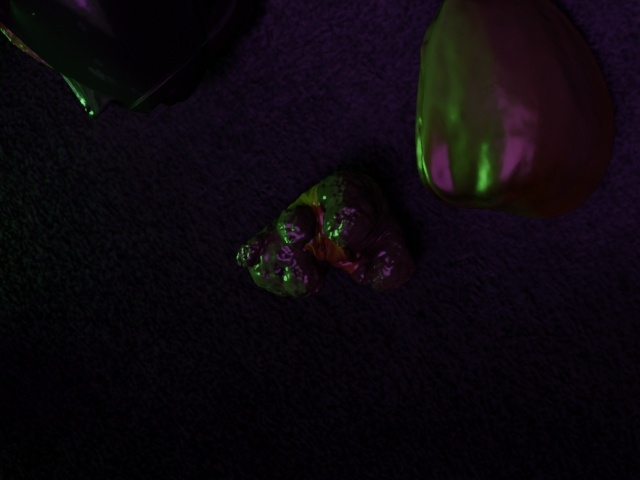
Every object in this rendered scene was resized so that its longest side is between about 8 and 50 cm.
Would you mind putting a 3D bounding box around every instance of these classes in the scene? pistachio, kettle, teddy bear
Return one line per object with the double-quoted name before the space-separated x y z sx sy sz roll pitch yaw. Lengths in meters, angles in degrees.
"pistachio" 0.210 -0.153 1.368 0.213 0.163 0.260 -1 94 -9
"kettle" -0.218 -0.291 1.407 0.268 0.207 0.290 -43 101 -7
"teddy bear" 0.000 0.000 1.473 0.190 0.177 0.140 -30 53 18

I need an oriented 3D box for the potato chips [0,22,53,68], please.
"potato chips" -0.371 -0.263 1.525 0.204 0.026 0.037 37 107 0
